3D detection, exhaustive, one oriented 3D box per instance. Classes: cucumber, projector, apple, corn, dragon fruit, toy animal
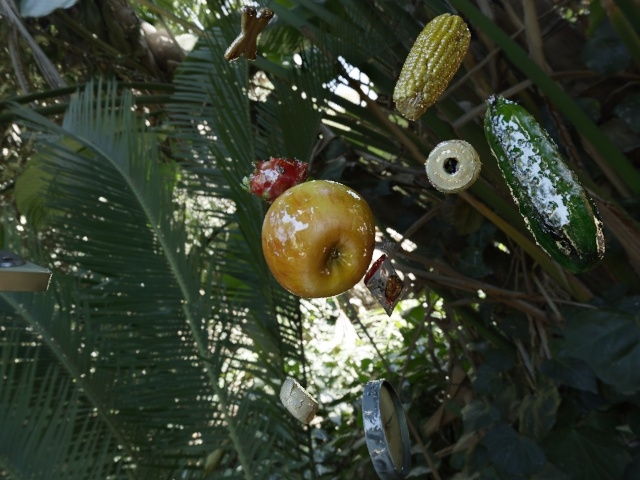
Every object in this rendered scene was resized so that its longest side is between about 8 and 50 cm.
[{"bbox_3d":[0.233,-0.071,0.454,0.069,0.227,0.069,-13,-25,-6],"label":"cucumber"},{"bbox_3d":[-0.772,0.046,0.899,0.259,0.257,0.079,14,-90,-66],"label":"projector"},{"bbox_3d":[0.000,0.000,0.993,0.286,0.286,0.233,-36,34,2],"label":"apple"},{"bbox_3d":[0.276,-0.436,1.040,0.346,0.130,0.130,-61,2,-23],"label":"corn"},{"bbox_3d":[-0.171,-0.240,1.582,0.200,0.269,0.198,-51,-43,-14],"label":"dragon fruit"},{"bbox_3d":[0.171,0.018,1.084,0.084,0.028,0.050,-133,54,-70],"label":"toy animal"}]

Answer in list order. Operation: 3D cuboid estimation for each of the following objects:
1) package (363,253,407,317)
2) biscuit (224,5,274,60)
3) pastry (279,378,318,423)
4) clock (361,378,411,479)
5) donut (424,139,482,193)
[{"bbox_3d":[0.262,0.182,1.687,0.030,0.239,0.154,6,49,53],"label":"package"},{"bbox_3d":[-0.265,-0.762,1.557,0.164,0.047,0.208,-30,-17,-51],"label":"biscuit"},{"bbox_3d":[-0.079,0.564,1.481,0.088,0.166,0.166,-46,-5,-15],"label":"pastry"},{"bbox_3d":[0.160,0.447,1.004,0.049,0.225,0.226,-18,-2,20],"label":"clock"},{"bbox_3d":[0.424,-0.235,1.345,0.175,0.174,0.068,-39,-12,21],"label":"donut"}]
